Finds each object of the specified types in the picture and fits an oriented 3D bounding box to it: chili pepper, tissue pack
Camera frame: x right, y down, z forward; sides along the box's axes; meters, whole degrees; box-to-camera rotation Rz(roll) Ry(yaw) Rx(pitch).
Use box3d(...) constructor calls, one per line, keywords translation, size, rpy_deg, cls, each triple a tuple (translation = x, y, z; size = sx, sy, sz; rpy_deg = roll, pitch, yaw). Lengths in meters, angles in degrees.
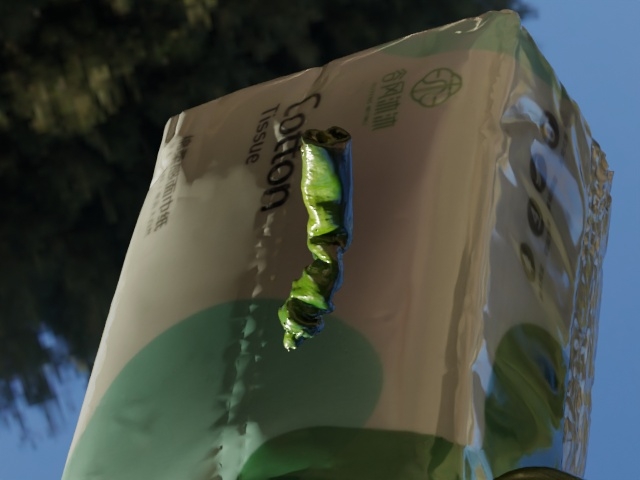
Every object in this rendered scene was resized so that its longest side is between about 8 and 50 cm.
box3d(translation=(0.000, 0.000, 0.681), size=(0.022, 0.083, 0.027), rpy_deg=(12, -164, 16), cls="chili pepper")
box3d(translation=(0.014, 0.073, 1.078), size=(0.266, 0.194, 0.356), rpy_deg=(-15, -135, 29), cls="tissue pack")

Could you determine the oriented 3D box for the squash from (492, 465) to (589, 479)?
box3d(translation=(0.124, 0.121, 0.624), size=(0.183, 0.052, 0.052), rpy_deg=(21, -132, 36), cls="squash")
